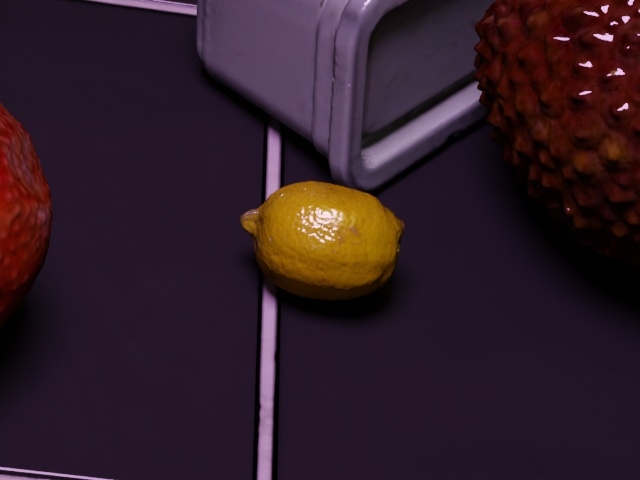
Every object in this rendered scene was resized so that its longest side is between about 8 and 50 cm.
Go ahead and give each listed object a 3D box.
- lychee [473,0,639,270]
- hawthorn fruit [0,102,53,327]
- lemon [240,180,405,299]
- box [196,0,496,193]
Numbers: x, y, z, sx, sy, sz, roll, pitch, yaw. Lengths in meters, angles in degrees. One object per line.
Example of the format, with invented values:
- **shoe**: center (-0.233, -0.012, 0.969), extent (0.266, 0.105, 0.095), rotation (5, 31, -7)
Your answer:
- **lychee**: center (0.249, -0.105, 1.321), extent (0.304, 0.275, 0.276), rotation (27, 42, 33)
- **hawthorn fruit**: center (-0.281, 0.002, 1.124), extent (0.205, 0.205, 0.253), rotation (31, 51, 19)
- **lemon**: center (0.000, 0.000, 1.277), extent (0.111, 0.082, 0.082), rotation (7, 42, 0)
- **box**: center (0.057, -0.191, 1.445), extent (0.182, 0.175, 0.312), rotation (30, 44, 30)
